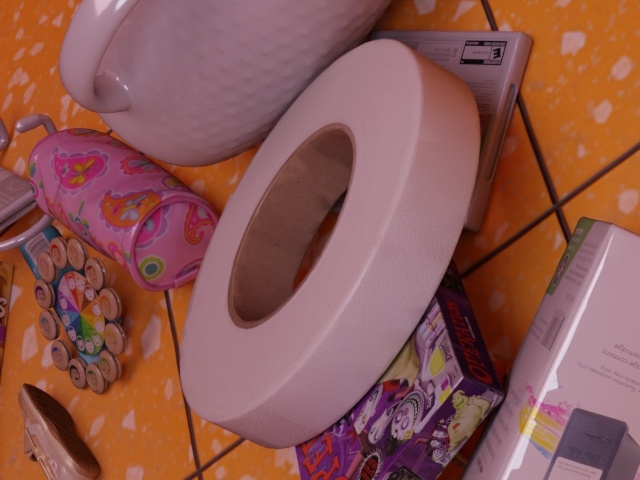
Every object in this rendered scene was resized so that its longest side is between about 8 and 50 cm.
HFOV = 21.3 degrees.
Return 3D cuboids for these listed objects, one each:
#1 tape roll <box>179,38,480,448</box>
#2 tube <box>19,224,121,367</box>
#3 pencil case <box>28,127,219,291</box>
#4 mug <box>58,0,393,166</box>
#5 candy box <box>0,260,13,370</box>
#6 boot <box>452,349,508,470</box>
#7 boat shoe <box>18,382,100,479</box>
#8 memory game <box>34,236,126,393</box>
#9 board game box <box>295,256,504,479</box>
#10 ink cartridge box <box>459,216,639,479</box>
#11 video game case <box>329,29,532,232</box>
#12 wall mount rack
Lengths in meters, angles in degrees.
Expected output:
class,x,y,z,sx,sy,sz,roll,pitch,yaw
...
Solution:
class,x,y,z,sx,sy,sz,roll,pitch,yaw
tape roll,0.000,0.000,1.555,0.392,0.072,0.392,-47,27,33
tube,-0.292,0.060,1.997,0.207,0.052,0.080,52,126,41
pencil case,-0.224,-0.038,1.914,0.284,0.124,0.124,29,96,51
mug,-0.117,-0.234,1.694,0.276,0.374,0.328,45,122,13
candy box,-0.444,0.107,2.095,0.053,0.109,0.187,-19,60,42
boot,0.138,0.148,1.471,0.085,0.059,0.158,-49,42,14
boat shoe,-0.309,0.227,1.926,0.059,0.063,0.170,-52,43,10
memory game,-0.274,0.084,1.924,0.186,0.012,0.186,22,119,47
board game box,0.048,0.103,1.483,0.208,0.056,0.347,-58,21,22
ink cartridge box,0.186,0.167,1.287,0.207,0.119,0.353,-53,-13,-87
video game case,0.099,-0.110,1.655,0.212,0.023,0.193,9,80,49
wall mount rack,-0.485,-0.064,2.101,0.304,0.130,0.350,-35,29,-21
